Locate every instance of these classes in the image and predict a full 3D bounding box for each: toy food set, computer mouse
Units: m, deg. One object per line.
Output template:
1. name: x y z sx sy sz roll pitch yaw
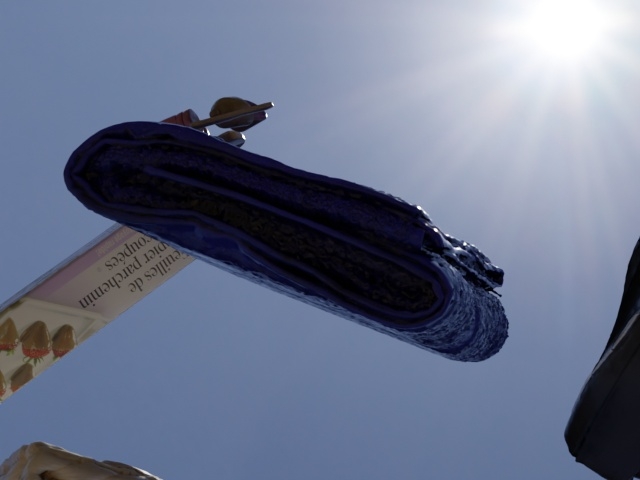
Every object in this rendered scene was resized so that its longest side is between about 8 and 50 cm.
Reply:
1. toy food set: -0.077 -0.067 1.062 0.078 0.122 0.019 -17 -98 -26
2. computer mouse: 0.206 0.096 0.815 0.184 0.262 0.060 22 -150 -6

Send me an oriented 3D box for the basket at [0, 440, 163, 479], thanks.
1. basket: -0.134 0.326 1.170 0.328 0.331 0.267 -35 -138 58

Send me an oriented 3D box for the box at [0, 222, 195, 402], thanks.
1. box: -0.225 0.062 1.433 0.324 0.063 0.067 -37 -169 -25

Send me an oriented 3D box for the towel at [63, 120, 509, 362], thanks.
1. towel: 0.000 0.000 1.030 0.227 0.308 0.076 22 -93 14
